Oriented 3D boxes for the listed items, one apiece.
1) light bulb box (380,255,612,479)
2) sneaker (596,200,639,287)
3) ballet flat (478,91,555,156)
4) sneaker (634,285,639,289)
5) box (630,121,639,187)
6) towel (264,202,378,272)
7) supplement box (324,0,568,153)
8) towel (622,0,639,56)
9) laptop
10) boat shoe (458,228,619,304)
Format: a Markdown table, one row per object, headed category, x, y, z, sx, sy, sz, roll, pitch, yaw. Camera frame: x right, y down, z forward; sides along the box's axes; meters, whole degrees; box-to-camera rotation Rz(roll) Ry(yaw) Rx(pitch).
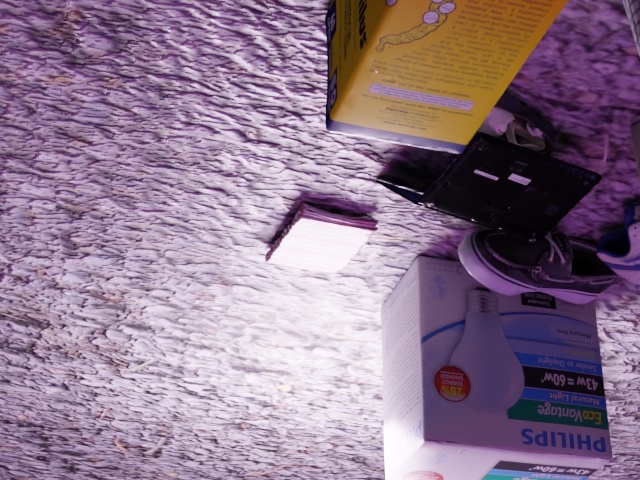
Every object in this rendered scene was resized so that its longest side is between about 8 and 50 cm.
| category | x | y | z | sx | sy | sz | roll | pitch | yaw |
| --- | --- | --- | --- | --- | --- | --- | --- | --- | --- |
| light bulb box | 0.311 | 0.255 | 2.303 | 0.358 | 0.361 | 0.225 | 7 | 149 | -13 |
| sneaker | 0.572 | -0.026 | 2.076 | 0.131 | 0.112 | 0.296 | 27 | 134 | -10 |
| ballet flat | 0.276 | -0.174 | 1.861 | 0.203 | 0.074 | 0.074 | 24 | 142 | -34 |
| sneaker | 0.579 | 0.051 | 2.278 | 0.069 | 0.038 | 0.098 | 13 | 138 | -18 |
| box | 0.539 | -0.057 | 1.856 | 0.094 | 0.275 | 0.113 | -28 | 140 | 36 |
| towel | 0.000 | 0.000 | 2.202 | 0.144 | 0.029 | 0.197 | 11 | 150 | -18 |
| supplement box | 0.145 | -0.293 | 1.538 | 0.195 | 0.194 | 0.356 | 9 | 148 | -14 |
| towel | 0.471 | -0.243 | 1.587 | 0.121 | 0.235 | 0.283 | -19 | 145 | 19 |
| laptop | 0.259 | -0.095 | 1.977 | 0.234 | 0.136 | 0.264 | 16 | 136 | -25 |
| boat shoe | 0.387 | 0.025 | 2.177 | 0.335 | 0.121 | 0.119 | 9 | 142 | -36 |
